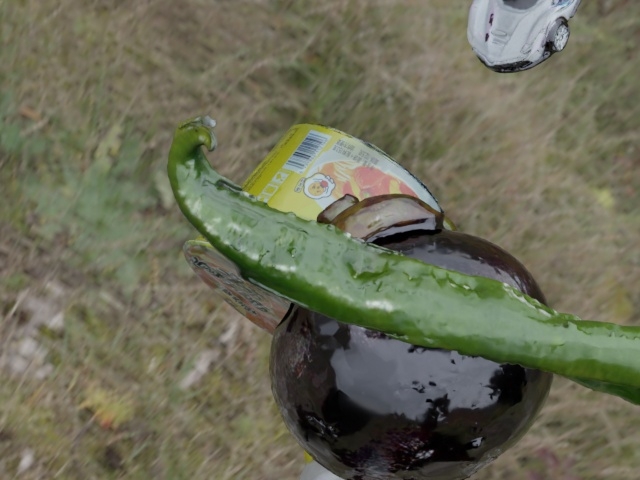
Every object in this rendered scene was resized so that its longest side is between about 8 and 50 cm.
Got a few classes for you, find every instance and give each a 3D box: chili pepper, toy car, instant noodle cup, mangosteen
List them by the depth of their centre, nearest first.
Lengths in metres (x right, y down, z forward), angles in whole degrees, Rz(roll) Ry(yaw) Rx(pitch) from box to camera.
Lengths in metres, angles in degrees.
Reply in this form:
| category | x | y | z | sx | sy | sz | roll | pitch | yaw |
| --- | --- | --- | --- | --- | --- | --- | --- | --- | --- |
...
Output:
| category | x | y | z | sx | sy | sz | roll | pitch | yaw |
| --- | --- | --- | --- | --- | --- | --- | --- | --- | --- |
| toy car | 0.091 | -0.110 | 0.695 | 0.041 | 0.025 | 0.093 | 18 | 72 | 34 |
| chili pepper | 0.071 | 0.030 | 1.007 | 0.359 | 0.085 | 0.076 | 22 | 68 | -9 |
| mangosteen | 0.058 | 0.060 | 1.263 | 0.211 | 0.211 | 0.250 | -2 | 52 | -23 |
| instant noodle cup | 0.000 | 0.000 | 1.467 | 0.205 | 0.205 | 0.153 | 32 | 75 | -7 |

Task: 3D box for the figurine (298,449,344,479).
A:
| category | x | y | z | sx | sy | sz | roll | pitch | yaw |
| --- | --- | --- | --- | --- | --- | --- | --- | --- | --- |
| figurine | 0.014 | 0.324 | 1.651 | 0.154 | 0.193 | 0.421 | 13 | 77 | -22 |
